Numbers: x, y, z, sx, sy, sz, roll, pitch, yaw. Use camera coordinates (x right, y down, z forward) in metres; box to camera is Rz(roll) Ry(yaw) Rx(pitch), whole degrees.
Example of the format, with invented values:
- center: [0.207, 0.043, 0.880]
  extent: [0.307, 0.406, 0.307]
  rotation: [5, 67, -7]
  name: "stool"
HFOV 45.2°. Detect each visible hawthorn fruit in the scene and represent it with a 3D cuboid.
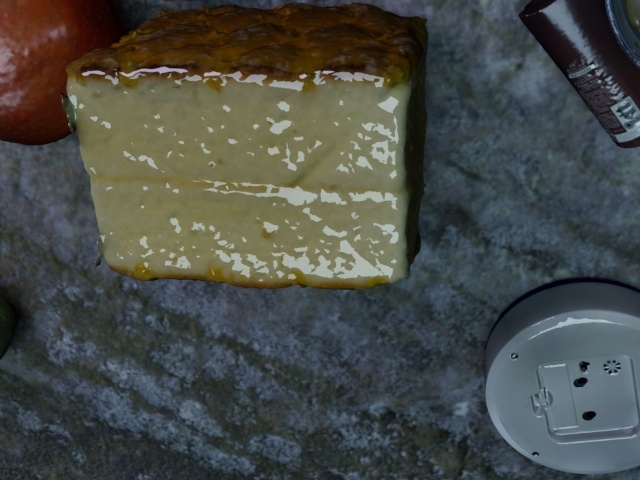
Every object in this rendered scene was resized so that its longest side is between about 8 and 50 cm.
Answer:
- center: [-0.278, -0.205, 0.776]
  extent: [0.225, 0.196, 0.196]
  rotation: [-31, 108, -1]
  name: "hawthorn fruit"

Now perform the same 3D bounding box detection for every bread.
- center: [-0.042, -0.099, 0.714]
  extent: [0.279, 0.279, 0.207]
  rotation: [1, 115, 8]
  name: "bread"

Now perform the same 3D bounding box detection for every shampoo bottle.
- center: [0.241, -0.192, 0.722]
  extent: [0.068, 0.067, 0.236]
  rotation: [-36, 105, 15]
  name: "shampoo bottle"

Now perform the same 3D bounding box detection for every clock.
- center: [0.304, 0.159, 0.881]
  extent: [0.230, 0.083, 0.230]
  rotation: [6, 117, 11]
  name: "clock"

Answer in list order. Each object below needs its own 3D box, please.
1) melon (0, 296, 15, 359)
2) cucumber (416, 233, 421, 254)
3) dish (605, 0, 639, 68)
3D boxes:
- center: [-0.466, 0.124, 1.004]
  extent: [0.114, 0.114, 0.167]
  rotation: [42, 120, -11]
  name: "melon"
- center: [0.000, 0.000, 0.873]
  extent: [0.227, 0.069, 0.069]
  rotation: [1, 117, 16]
  name: "cucumber"
- center: [0.357, -0.240, 0.660]
  extent: [0.228, 0.086, 0.236]
  rotation: [-14, 112, 17]
  name: "dish"
